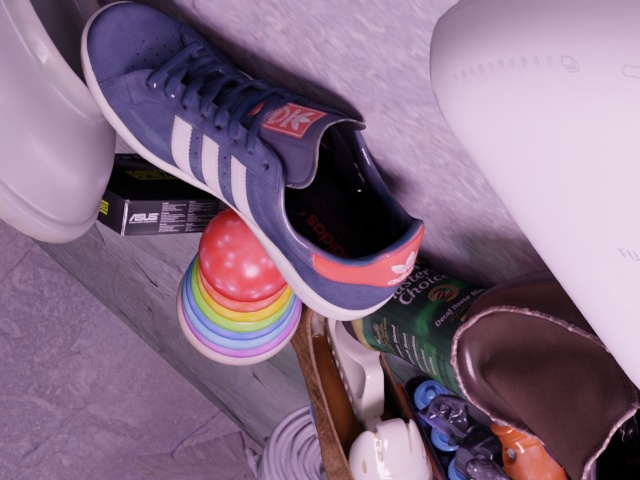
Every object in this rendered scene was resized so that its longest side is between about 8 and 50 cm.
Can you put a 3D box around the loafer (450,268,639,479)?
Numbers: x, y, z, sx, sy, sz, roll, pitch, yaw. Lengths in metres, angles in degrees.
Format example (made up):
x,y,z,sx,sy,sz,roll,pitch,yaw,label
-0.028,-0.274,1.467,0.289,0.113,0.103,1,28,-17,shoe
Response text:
x,y,z,sx,sy,sz,roll,pitch,yaw,label
0.208,0.113,0.827,0.366,0.130,0.134,12,123,53,loafer

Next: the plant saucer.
x,y,z,sx,sy,sz,roll,pitch,yaw,label
-0.272,-0.198,1.094,0.400,0.100,0.400,-23,-90,-81,plant saucer

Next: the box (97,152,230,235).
x,y,z,sx,sy,sz,roll,pitch,yaw,label
-0.180,-0.053,1.325,0.191,0.045,0.184,-2,-162,-40,box

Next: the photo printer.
x,y,z,sx,sy,sz,roll,pitch,yaw,label
0.200,-0.018,0.593,0.307,0.107,0.256,51,162,-27,photo printer

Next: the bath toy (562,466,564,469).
x,y,z,sx,sy,sz,roll,pitch,yaw,label
0.269,0.369,1.410,0.151,0.129,0.348,1,151,13,bath toy

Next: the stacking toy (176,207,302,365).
x,y,z,sx,sy,sz,roll,pitch,yaw,label
-0.076,0.034,1.219,0.141,0.141,0.330,41,165,5,stacking toy

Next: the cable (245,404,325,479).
x,y,z,sx,sy,sz,roll,pitch,yaw,label
0.043,0.325,1.644,0.257,0.257,0.089,-113,26,-51,cable

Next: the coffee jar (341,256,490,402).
x,y,z,sx,sy,sz,roll,pitch,yaw,label
0.099,0.072,1.091,0.184,0.096,0.079,23,142,49,coffee jar

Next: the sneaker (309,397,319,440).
x,y,z,sx,sy,sz,roll,pitch,yaw,label
0.104,0.248,1.548,0.330,0.130,0.147,38,141,41,sneaker

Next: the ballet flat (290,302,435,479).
x,y,z,sx,sy,sz,roll,pitch,yaw,label
0.053,0.186,1.323,0.124,0.116,0.342,107,149,-56,ballet flat

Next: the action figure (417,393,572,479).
x,y,z,sx,sy,sz,roll,pitch,yaw,label
0.178,0.253,1.160,0.341,0.178,0.330,34,144,37,action figure

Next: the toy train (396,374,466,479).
x,y,z,sx,sy,sz,roll,pitch,yaw,label
0.122,0.243,1.399,0.080,0.105,0.184,68,178,-58,toy train

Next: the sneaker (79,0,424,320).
x,y,z,sx,sy,sz,roll,pitch,yaw,label
-0.049,-0.091,1.010,0.350,0.131,0.148,41,152,-1,sneaker
